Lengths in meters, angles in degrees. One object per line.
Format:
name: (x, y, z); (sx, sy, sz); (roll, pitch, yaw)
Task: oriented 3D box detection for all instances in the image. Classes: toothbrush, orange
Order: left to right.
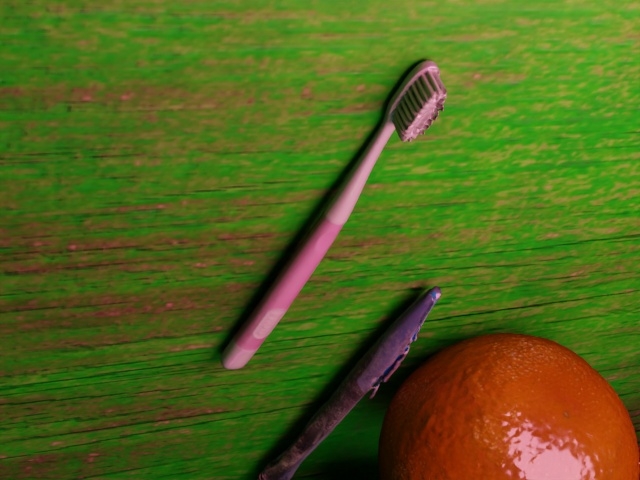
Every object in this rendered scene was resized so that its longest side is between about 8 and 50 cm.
toothbrush: (-0.013, 0.165, 0.950); (0.035, 0.042, 0.413); (-41, 170, -51)
toothbrush: (0.000, 0.000, 0.727); (0.020, 0.025, 0.286); (2, 141, -31)
orange: (0.137, 0.165, 0.898); (0.206, 0.206, 0.206); (-15, 147, -10)

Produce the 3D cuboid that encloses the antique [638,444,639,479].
antique: (0.302, 0.250, 1.195); (0.104, 0.104, 0.104); (-15, 147, -10)
